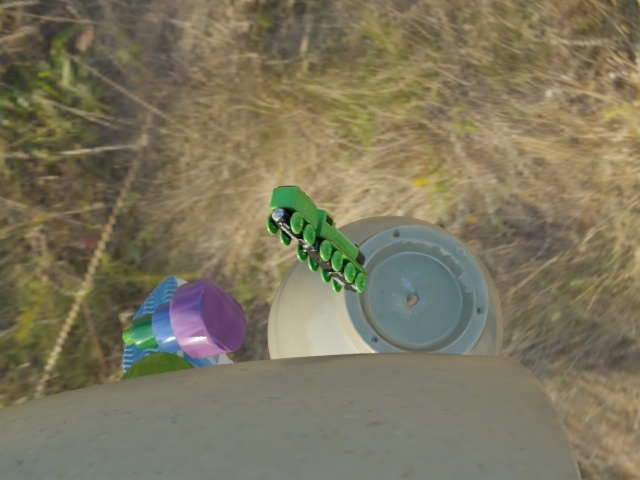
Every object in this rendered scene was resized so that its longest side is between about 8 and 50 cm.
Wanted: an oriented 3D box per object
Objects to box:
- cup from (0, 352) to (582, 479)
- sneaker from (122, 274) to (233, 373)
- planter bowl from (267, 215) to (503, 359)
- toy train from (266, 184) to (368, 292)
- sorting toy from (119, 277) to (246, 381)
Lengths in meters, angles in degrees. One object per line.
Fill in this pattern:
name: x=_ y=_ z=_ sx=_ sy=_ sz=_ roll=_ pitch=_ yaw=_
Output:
cup: x=-0.079 y=0.182 z=0.466 sx=0.237 sy=0.331 sz=0.331 roll=9 pitch=96 yaw=-6
sneaker: x=-0.110 y=0.131 z=1.352 sx=0.087 sy=0.092 sz=0.228 roll=-44 pitch=45 yaw=29
planter bowl: x=0.051 y=0.051 z=1.007 sx=0.162 sy=0.109 sz=0.162 roll=3 pitch=71 yaw=-9
toy train: x=0.000 y=0.000 z=0.680 sx=0.017 sy=0.083 sz=0.023 roll=-2 pitch=65 yaw=27
sorting toy: x=-0.165 y=0.179 z=1.184 sx=0.126 sy=0.365 sz=0.127 roll=-15 pitch=128 yaw=30
